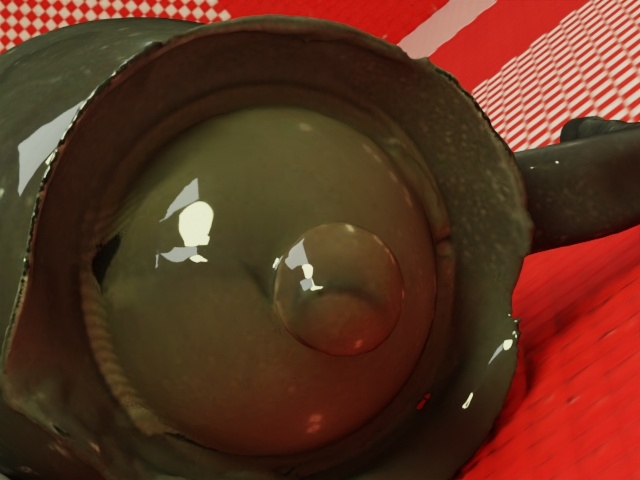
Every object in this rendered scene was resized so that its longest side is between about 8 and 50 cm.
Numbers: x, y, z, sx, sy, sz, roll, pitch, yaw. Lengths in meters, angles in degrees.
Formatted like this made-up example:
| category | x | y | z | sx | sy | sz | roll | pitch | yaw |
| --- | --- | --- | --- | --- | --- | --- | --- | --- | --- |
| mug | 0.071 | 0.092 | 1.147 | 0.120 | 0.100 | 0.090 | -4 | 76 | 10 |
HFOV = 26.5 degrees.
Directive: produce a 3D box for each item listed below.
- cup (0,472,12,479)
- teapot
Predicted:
| category | x | y | z | sx | sy | sz | roll | pitch | yaw |
| --- | --- | --- | --- | --- | --- | --- | --- | --- | --- |
| cup | -0.175 | 0.155 | 0.505 | 0.173 | 0.142 | 0.134 | -54 | -20 | -42 |
| teapot | -0.009 | 0.022 | 0.538 | 0.285 | 0.305 | 0.223 | -177 | 100 | -68 |
